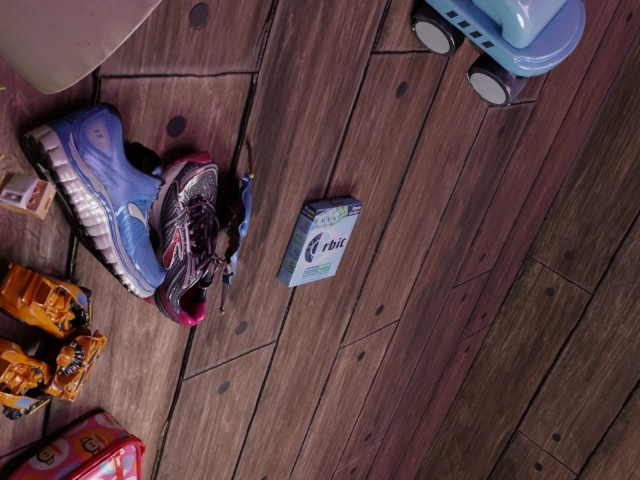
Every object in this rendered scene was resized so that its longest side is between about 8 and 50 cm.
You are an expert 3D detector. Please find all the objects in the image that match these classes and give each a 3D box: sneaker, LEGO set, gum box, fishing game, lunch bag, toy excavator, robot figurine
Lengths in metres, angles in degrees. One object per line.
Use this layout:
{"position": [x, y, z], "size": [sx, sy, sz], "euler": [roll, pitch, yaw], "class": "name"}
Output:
{"position": [-0.201, -0.003, 1.137], "size": [0.121, 0.112, 0.299], "euler": [-22, 136, -44], "class": "sneaker"}
{"position": [-0.424, -0.035, 0.745], "size": [0.287, 0.132, 0.107], "euler": [-7, 138, -19], "class": "LEGO set"}
{"position": [0.000, 0.000, 1.505], "size": [0.157, 0.041, 0.184], "euler": [-11, 128, -51], "class": "gum box"}
{"position": [-0.147, -0.016, 1.187], "size": [0.041, 0.189, 0.264], "euler": [10, 120, -11], "class": "fishing game"}
{"position": [-0.421, 0.452, 1.295], "size": [0.258, 0.120, 0.293], "euler": [-34, 147, -39], "class": "lunch bag"}
{"position": [0.289, -0.489, 1.199], "size": [0.222, 0.433, 0.445], "euler": [-48, 178, -11], "class": "toy excavator"}
{"position": [-0.264, -0.047, 0.983], "size": [0.147, 0.130, 0.330], "euler": [-39, 147, -21], "class": "sneaker"}
{"position": [-0.378, 0.146, 0.981], "size": [0.291, 0.085, 0.211], "euler": [87, 26, -70], "class": "robot figurine"}

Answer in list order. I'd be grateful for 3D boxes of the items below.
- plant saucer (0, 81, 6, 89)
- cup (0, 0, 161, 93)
{"position": [-0.416, -0.127, 0.659], "size": [0.188, 0.188, 0.045], "euler": [-29, 111, -38], "class": "plant saucer"}
{"position": [-0.238, -0.326, 0.590], "size": [0.237, 0.331, 0.331], "euler": [35, 90, -36], "class": "cup"}
